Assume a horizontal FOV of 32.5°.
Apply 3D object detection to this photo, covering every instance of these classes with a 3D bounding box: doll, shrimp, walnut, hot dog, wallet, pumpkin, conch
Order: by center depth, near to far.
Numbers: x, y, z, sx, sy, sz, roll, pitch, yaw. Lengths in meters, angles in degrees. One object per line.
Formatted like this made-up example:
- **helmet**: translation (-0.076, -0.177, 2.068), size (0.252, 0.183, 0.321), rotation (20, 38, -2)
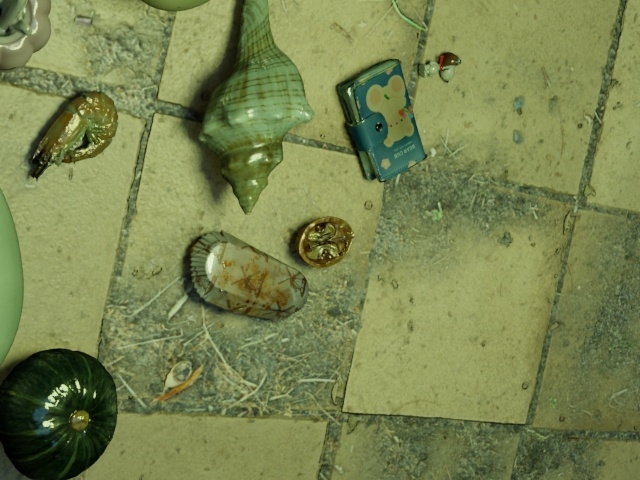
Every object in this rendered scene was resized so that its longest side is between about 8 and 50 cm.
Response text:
- **pumpkin**: translation (-0.420, 0.275, 1.740), size (0.211, 0.152, 0.211), rotation (6, 81, -42)
- **shrimp**: translation (-0.392, -0.160, 1.742), size (0.180, 0.041, 0.099), rotation (-49, 135, -16)
- **conch**: translation (-0.090, -0.235, 1.837), size (0.203, 0.169, 0.386), rotation (14, 94, -58)
- **hot dog**: translation (-0.123, 0.070, 1.933), size (0.252, 0.069, 0.131), rotation (23, 78, -36)
- **walnut**: translation (0.000, 0.000, 2.000), size (0.121, 0.052, 0.091), rotation (-17, 107, -30)
- **wallet**: translation (0.114, -0.220, 2.023), size (0.141, 0.059, 0.202), rotation (-32, 117, -30)
- **doll**: translation (0.226, -0.332, 2.083), size (0.085, 0.040, 0.058), rotation (8, 106, -33)

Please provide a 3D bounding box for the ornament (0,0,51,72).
- **ornament**: translation (-0.473, -0.327, 1.579), size (0.177, 0.177, 0.177), rotation (-7, 103, -30)

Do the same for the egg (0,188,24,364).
- **egg**: translation (-0.543, 0.042, 1.571), size (0.230, 0.230, 0.371), rotation (-2, 95, -31)

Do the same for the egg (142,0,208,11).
- **egg**: translation (-0.208, -0.484, 1.677), size (0.219, 0.219, 0.269), rotation (32, 83, -32)
